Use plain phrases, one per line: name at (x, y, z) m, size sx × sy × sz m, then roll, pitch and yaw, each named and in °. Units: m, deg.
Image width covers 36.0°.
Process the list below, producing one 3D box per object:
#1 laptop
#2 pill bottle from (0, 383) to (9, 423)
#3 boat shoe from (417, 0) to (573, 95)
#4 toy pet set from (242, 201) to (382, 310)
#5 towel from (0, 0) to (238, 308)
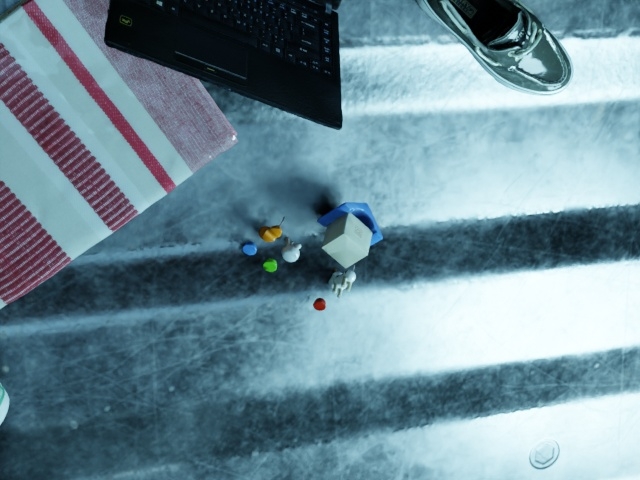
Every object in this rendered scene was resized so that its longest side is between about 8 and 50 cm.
laptop at (-0.055, -0.270, 0.913) m, size 0.234 × 0.264 × 0.136 m, roll 18°, pitch 139°, yaw -22°
pill bottle at (-0.401, 0.107, 0.944) m, size 0.118 × 0.117 × 0.208 m, roll -29°, pitch 115°, yaw -7°
boat shoe at (0.195, -0.218, 1.051) m, size 0.219 × 0.070 × 0.077 m, roll 29°, pitch 98°, yaw -25°
toy pet set at (0.000, 0.000, 1.084) m, size 0.114 × 0.065 × 0.122 m, roll -32°, pitch 118°, yaw 34°
towel at (-0.275, -0.095, 0.961) m, size 0.329 × 0.037 × 0.237 m, roll -36°, pitch 118°, yaw -2°
